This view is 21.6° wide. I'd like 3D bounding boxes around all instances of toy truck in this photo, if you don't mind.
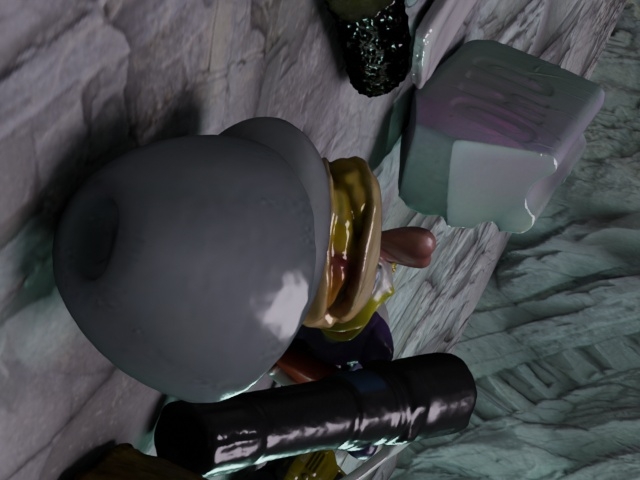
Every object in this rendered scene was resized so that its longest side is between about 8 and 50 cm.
[{"bbox_3d":[-0.026,0.347,2.118,0.147,0.165,0.224,-52,172,-47],"label":"toy truck"}]

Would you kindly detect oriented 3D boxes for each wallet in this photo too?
[{"bbox_3d":[0.151,-0.273,1.985,0.183,0.032,0.124,-58,167,-23],"label":"wallet"}]

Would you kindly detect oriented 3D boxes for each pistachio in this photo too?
[{"bbox_3d":[0.000,0.000,1.688,0.145,0.117,0.200,-109,-162,-49],"label":"pistachio"}]

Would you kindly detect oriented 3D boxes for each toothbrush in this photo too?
[{"bbox_3d":[-0.045,0.316,1.903,0.418,0.040,0.042,-35,158,-16],"label":"toothbrush"}]

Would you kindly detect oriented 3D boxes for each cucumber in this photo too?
[{"bbox_3d":[0.050,-0.194,1.596,0.072,0.072,0.300,-63,170,-7],"label":"cucumber"}]

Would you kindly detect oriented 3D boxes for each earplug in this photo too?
[{"bbox_3d":[-0.084,0.008,1.205,0.325,0.175,0.214,-48,158,-84],"label":"earplug"}]

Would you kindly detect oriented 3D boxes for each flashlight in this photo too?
[{"bbox_3d":[0.004,0.182,1.723,0.424,0.103,0.103,-5,123,-48],"label":"flashlight"}]

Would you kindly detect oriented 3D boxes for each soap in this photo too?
[{"bbox_3d":[0.215,-0.133,2.128,0.347,0.208,0.115,-45,156,-58],"label":"soap"}]

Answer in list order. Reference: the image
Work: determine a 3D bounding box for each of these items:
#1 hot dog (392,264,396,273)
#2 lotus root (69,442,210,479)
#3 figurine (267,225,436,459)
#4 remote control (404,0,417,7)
[{"bbox_3d":[0.069,0.060,2.285,0.165,0.045,0.071,-68,167,18],"label":"hot dog"},{"bbox_3d":[-0.218,0.363,1.481,0.375,0.111,0.390,-37,152,-58],"label":"lotus root"},{"bbox_3d":[0.033,0.095,1.924,0.421,0.154,0.193,93,22,-66],"label":"figurine"},{"bbox_3d":[0.080,-0.294,1.552,0.104,0.052,0.247,-64,169,-10],"label":"remote control"}]
